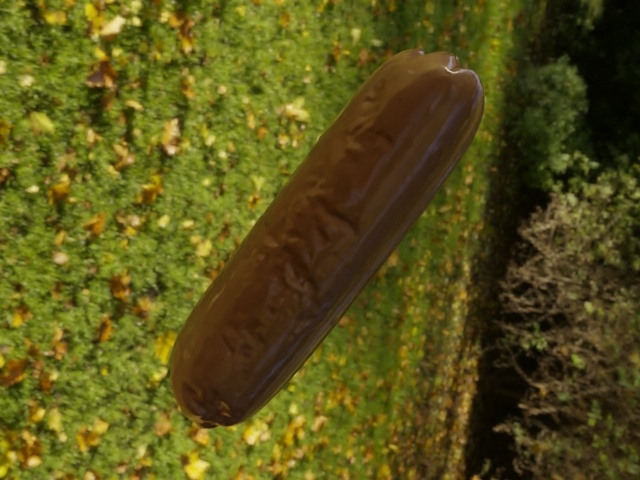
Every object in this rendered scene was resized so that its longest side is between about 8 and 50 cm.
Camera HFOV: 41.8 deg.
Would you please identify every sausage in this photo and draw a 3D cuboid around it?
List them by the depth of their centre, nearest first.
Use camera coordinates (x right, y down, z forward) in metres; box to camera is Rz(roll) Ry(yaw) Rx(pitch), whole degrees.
[{"bbox_3d":[-0.001,0.000,0.546,0.289,0.086,0.086,-54,161,8],"label":"sausage"}]
